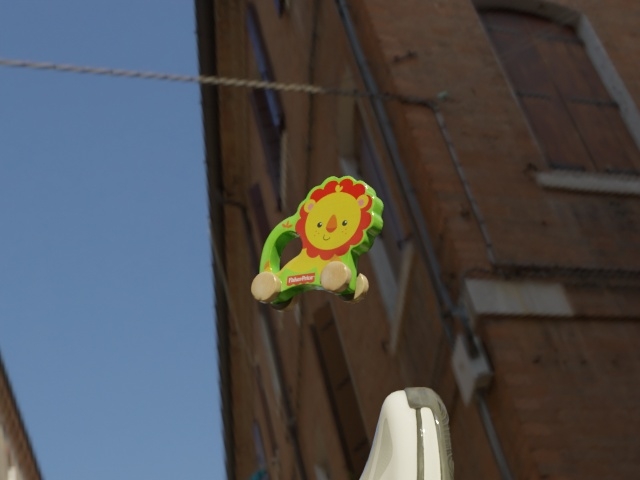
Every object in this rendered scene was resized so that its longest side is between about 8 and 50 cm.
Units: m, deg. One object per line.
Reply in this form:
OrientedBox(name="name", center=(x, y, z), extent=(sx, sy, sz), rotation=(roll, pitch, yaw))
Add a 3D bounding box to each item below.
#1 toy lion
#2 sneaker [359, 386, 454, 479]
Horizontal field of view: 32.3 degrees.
OrientedBox(name="toy lion", center=(0.000, 0.000, 0.820), extent=(0.100, 0.096, 0.034), rotation=(-10, -26, 33))
OrientedBox(name="sneaker", center=(-0.019, 0.347, 1.051), extent=(0.257, 0.447, 0.169), rotation=(9, -7, 3))
